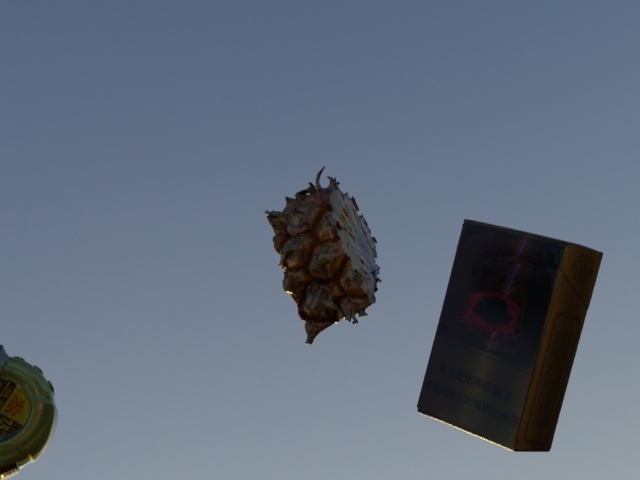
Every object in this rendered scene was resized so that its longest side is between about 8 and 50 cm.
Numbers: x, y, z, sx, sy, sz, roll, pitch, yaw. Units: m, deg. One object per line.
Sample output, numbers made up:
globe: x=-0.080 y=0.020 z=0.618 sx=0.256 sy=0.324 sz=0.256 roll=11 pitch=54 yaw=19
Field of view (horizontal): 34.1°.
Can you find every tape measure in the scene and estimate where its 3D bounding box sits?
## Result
tape measure: x=-0.402 y=0.217 z=1.283 sx=0.087 sy=0.154 sz=0.177 roll=108 pitch=-176 yaw=-64

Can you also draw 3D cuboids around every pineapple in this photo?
pineapple: x=0.001 y=-0.001 z=1.070 sx=0.079 sy=0.233 sz=0.135 roll=-24 pitch=-75 yaw=12

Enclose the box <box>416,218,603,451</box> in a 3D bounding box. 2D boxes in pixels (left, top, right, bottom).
box: x=0.213 y=0.107 z=1.204 sx=0.071 sy=0.159 sz=0.240 roll=13 pitch=-87 yaw=-43
